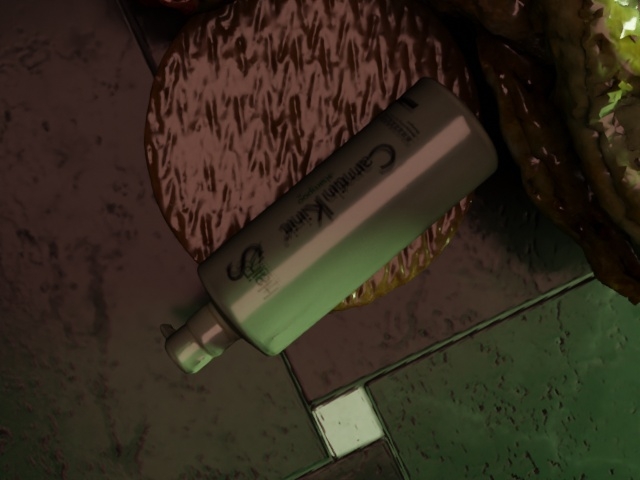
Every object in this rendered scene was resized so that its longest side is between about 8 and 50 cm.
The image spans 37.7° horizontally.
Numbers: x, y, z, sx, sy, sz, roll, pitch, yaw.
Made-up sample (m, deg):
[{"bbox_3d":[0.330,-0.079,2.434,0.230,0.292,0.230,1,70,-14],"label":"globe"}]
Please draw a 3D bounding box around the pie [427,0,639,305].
[{"bbox_3d":[0.298,-0.164,0.606,0.418,0.180,0.395,-36,99,-13],"label":"pie"}]

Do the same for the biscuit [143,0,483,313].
[{"bbox_3d":[-0.004,-0.075,0.709,0.261,0.037,0.262,0,94,-5],"label":"biscuit"}]

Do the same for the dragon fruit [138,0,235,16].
[{"bbox_3d":[-0.092,-0.286,0.579,0.244,0.244,0.299,3,123,-5],"label":"dragon fruit"}]

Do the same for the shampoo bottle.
[{"bbox_3d":[0.000,0.000,0.653,0.262,0.085,0.085,-40,96,-1],"label":"shampoo bottle"}]
